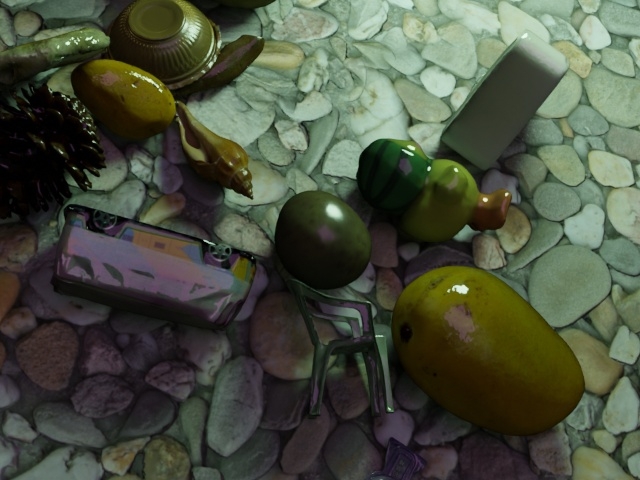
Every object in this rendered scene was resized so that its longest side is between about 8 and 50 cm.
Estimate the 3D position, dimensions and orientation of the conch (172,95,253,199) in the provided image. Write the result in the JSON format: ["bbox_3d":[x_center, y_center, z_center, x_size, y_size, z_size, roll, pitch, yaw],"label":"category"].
[{"bbox_3d":[-0.243,-0.197,1.716,0.109,0.093,0.330,-39,62,-9],"label":"conch"}]

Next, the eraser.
[{"bbox_3d":[0.430,-0.325,1.894,0.150,0.331,0.331,38,63,0],"label":"eraser"}]

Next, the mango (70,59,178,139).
[{"bbox_3d":[-0.417,-0.297,1.659,0.227,0.147,0.109,21,19,-28],"label":"mango"}]

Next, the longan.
[{"bbox_3d":[0.000,0.000,1.640,0.197,0.196,0.220,-36,86,-26],"label":"longan"}]

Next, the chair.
[{"bbox_3d":[0.032,0.212,1.559,0.191,0.203,0.274,-1,73,-5],"label":"chair"}]

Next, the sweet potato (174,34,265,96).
[{"bbox_3d":[-0.231,-0.392,1.805,0.244,0.077,0.077,-40,83,-14],"label":"sweet potato"}]

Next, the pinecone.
[{"bbox_3d":[-0.557,-0.157,1.518,0.246,0.246,0.292,45,82,5],"label":"pinecone"}]

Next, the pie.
[{"bbox_3d":[-0.566,-0.356,1.558,0.338,0.338,0.075,-30,109,-25],"label":"pie"}]

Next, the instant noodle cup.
[{"bbox_3d":[-0.359,-0.462,1.747,0.274,0.090,0.273,1,63,-2],"label":"instant noodle cup"}]

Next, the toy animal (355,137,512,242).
[{"bbox_3d":[0.232,-0.100,1.752,0.338,0.216,0.191,27,90,-1],"label":"toy animal"}]

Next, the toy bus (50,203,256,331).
[{"bbox_3d":[-0.323,0.066,1.538,0.387,0.171,0.162,16,75,-10],"label":"toy bus"}]

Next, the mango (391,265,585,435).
[{"bbox_3d":[0.350,0.234,1.631,0.446,0.232,0.300,31,58,-12],"label":"mango"}]

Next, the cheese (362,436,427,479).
[{"bbox_3d":[0.132,0.490,1.557,0.105,0.042,0.190,35,61,-2],"label":"cheese"}]

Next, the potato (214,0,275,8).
[{"bbox_3d":[-0.198,-0.668,1.842,0.327,0.221,0.243,-2,81,-26],"label":"potato"}]
